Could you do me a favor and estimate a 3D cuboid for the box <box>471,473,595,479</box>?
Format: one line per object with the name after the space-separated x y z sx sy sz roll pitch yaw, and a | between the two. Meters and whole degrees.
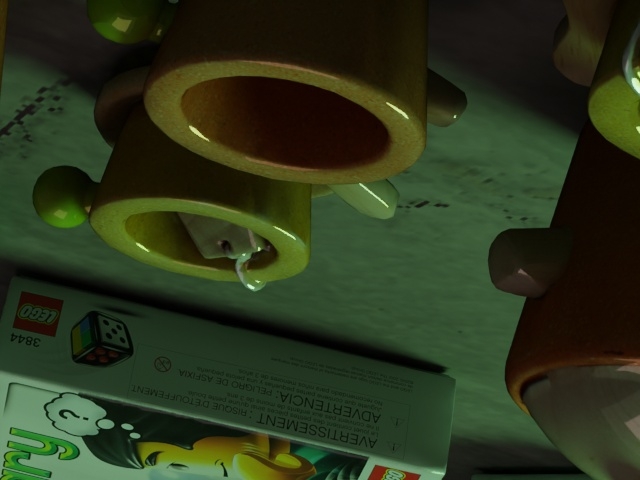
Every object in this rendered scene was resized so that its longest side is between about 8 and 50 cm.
0.133 0.167 0.967 0.101 0.087 0.102 -6 153 38 | box

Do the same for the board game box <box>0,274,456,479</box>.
-0.070 0.133 0.938 0.193 0.053 0.305 13 145 -6 | board game box

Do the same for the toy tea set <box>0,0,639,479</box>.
0.000 0.000 0.542 0.336 0.124 0.200 4 159 19 | toy tea set
